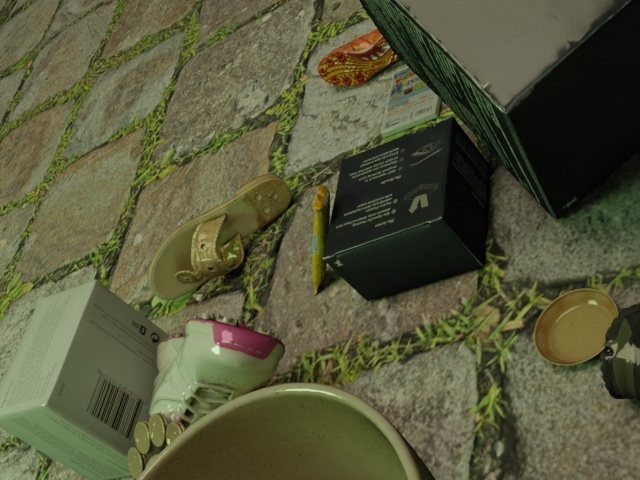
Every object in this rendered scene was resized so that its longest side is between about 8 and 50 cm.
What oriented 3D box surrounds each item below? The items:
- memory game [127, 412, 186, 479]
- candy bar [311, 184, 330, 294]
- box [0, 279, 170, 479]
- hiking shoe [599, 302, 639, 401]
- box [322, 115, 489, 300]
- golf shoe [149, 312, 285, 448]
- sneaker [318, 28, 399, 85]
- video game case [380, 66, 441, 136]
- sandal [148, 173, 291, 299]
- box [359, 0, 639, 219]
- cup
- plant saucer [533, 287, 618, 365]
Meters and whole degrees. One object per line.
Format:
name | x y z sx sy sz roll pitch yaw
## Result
memory game | -0.162 0.277 1.024 0.186 0.012 0.186 6 97 51
candy bar | 0.000 0.000 1.126 0.018 0.161 0.040 8 49 6
box | -0.280 0.177 1.188 0.119 0.181 0.181 -18 44 34
hiking shoe | 0.326 0.044 0.795 0.114 0.086 0.226 18 74 38
box | 0.100 -0.034 1.083 0.156 0.093 0.158 -19 42 33
golf shoe | -0.122 0.165 1.056 0.306 0.115 0.140 141 146 -66
sneaker | 0.076 -0.274 1.394 0.175 0.064 0.067 -18 23 27
video game case | 0.128 -0.198 1.292 0.087 0.011 0.122 -18 44 36
sandal | -0.134 0.004 1.294 0.240 0.088 0.079 -40 29 0
box | 0.179 -0.214 0.922 0.183 0.296 0.294 -40 64 7
cup | 0.000 0.308 0.716 0.331 0.237 0.331 -27 39 24
plant saucer | 0.239 0.083 0.887 0.083 0.015 0.083 -27 39 25
